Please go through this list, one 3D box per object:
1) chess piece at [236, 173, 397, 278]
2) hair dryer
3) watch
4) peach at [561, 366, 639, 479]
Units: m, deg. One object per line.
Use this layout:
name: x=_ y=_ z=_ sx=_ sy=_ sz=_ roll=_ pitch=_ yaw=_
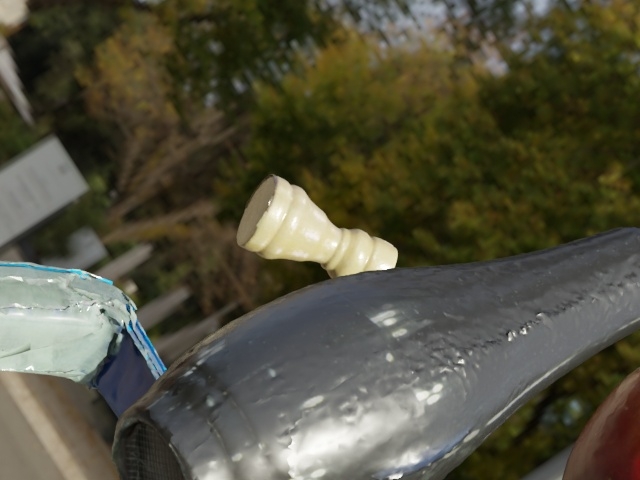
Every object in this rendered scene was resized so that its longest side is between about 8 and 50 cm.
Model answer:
chess piece: x=0.000 y=0.000 z=1.292 sx=0.122 sy=0.066 sz=0.066 roll=26 pitch=2 yaw=-16
hair dryer: x=0.026 y=0.105 z=0.519 sx=0.075 sy=0.195 sz=0.219 roll=32 pitch=-51 yaw=43
watch: x=-0.165 y=0.127 z=0.746 sx=0.068 sy=0.276 sz=0.274 roll=-55 pitch=-129 yaw=36
peach: x=0.304 y=0.196 z=1.218 sx=0.243 sy=0.243 sz=0.199 roll=62 pitch=5 yaw=-36
